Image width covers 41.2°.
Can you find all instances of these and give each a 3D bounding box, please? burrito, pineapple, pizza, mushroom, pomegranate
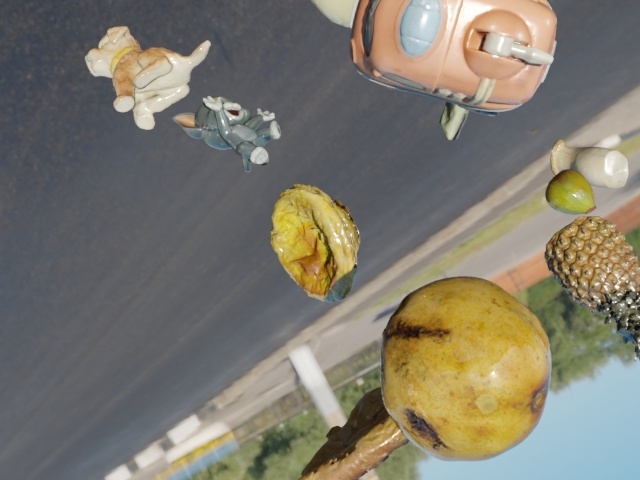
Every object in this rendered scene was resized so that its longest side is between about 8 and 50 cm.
[{"bbox_3d":[0.351,-0.392,2.073,0.066,0.309,0.096,9,-156,-5],"label":"burrito"},{"bbox_3d":[0.678,0.117,2.007,0.202,0.361,0.202,-13,144,-9],"label":"pineapple"},{"bbox_3d":[0.111,0.386,1.741,0.392,0.080,0.435,-36,-176,42],"label":"pizza"},{"bbox_3d":[0.623,-0.178,1.986,0.088,0.212,0.097,-52,131,-7],"label":"mushroom"},{"bbox_3d":[0.200,0.180,1.200,0.261,0.260,0.260,-28,170,-5],"label":"pomegranate"}]

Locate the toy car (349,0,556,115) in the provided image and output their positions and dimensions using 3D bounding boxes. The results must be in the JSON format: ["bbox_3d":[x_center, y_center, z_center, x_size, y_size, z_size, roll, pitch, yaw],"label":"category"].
[{"bbox_3d":[0.169,-0.262,1.083,0.212,0.271,0.180,-68,174,-76],"label":"toy car"}]

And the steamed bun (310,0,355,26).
[{"bbox_3d":[0.097,-0.633,1.820,0.312,0.333,0.233,-34,-169,-39],"label":"steamed bun"}]

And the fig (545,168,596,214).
[{"bbox_3d":[0.419,-0.076,1.419,0.074,0.088,0.074,-32,148,-24],"label":"fig"}]

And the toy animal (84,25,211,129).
[{"bbox_3d":[-0.286,-0.305,1.415,0.184,0.185,0.104,-40,138,0],"label":"toy animal"}]

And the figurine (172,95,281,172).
[{"bbox_3d":[-0.181,-0.240,1.912,0.193,0.265,0.140,-13,142,-39],"label":"figurine"}]

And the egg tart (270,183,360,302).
[{"bbox_3d":[0.000,0.000,1.606,0.106,0.241,0.241,-26,171,-34],"label":"egg tart"}]
